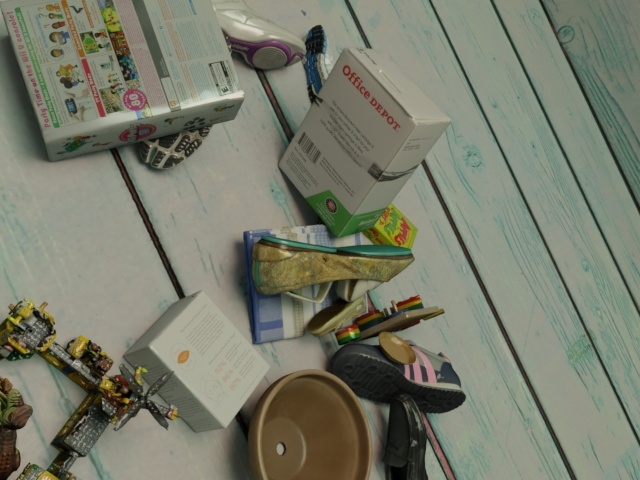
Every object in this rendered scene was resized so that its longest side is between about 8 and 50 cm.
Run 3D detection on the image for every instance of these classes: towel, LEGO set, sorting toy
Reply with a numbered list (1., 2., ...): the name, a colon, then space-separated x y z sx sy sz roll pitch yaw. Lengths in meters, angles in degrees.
1. towel: -0.021 0.073 1.184 0.285 0.034 0.209 -5 89 -41
2. LEGO set: -0.342 0.224 0.734 0.255 0.192 0.331 51 46 -13
3. sorting toy: 0.147 0.147 1.227 0.275 0.132 0.046 1 64 -53

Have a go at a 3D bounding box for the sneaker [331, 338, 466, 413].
1. sneaker: 0.146 0.249 1.248 0.319 0.112 0.131 26 34 -30

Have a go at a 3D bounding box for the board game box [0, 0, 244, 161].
1. board game box: -0.301 -0.273 0.973 0.304 0.097 0.224 -18 85 -21

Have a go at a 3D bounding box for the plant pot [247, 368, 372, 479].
1. plant pot: -0.035 0.336 1.022 0.237 0.110 0.237 17 63 -36

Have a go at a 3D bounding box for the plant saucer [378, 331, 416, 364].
1. plant saucer: 0.140 0.205 1.170 0.083 0.015 0.083 28 23 -13

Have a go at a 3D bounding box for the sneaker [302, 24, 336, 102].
1. sneaker: 0.010 -0.388 1.409 0.083 0.071 0.190 2 79 -48

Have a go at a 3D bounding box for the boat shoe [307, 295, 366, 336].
1. boat shoe: 0.036 0.144 1.170 0.153 0.056 0.048 -34 112 -48

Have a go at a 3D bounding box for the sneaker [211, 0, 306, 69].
1. sneaker: -0.153 -0.438 1.241 0.305 0.114 0.152 8 68 -40

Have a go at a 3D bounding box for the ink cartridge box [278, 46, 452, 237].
1. ink cartridge box: 0.075 -0.182 1.175 0.122 0.289 0.211 -14 59 -45

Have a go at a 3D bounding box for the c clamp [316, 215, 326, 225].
1. c clamp: 0.000 0.000 1.262 0.137 0.022 0.160 41 49 -31

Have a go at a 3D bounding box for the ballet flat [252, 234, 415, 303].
1. ballet flat: 0.026 0.057 1.135 0.349 0.123 0.123 4 70 -38

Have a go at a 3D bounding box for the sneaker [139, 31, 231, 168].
1. sneaker: -0.229 -0.240 1.098 0.107 0.110 0.275 26 73 -12

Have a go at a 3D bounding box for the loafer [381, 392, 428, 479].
1. loafer: 0.154 0.400 1.172 0.078 0.076 0.223 -5 90 -33

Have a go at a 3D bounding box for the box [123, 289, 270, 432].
1. box: -0.187 0.186 0.962 0.170 0.091 0.130 52 47 -13

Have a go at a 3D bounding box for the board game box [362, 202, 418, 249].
1. board game box: 0.132 -0.043 1.380 0.181 0.043 0.092 42 49 -21
